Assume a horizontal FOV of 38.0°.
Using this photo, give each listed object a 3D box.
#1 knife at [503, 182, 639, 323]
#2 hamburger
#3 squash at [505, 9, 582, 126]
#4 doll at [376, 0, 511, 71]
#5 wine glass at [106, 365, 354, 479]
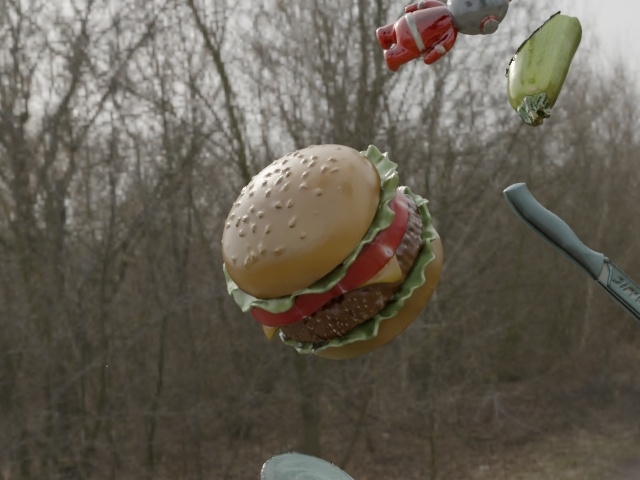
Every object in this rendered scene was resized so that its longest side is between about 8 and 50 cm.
[{"bbox_3d":[0.243,0.023,0.817,0.028,0.210,0.015,-49,0,-22],"label":"knife"},{"bbox_3d":[0.000,0.000,1.165,0.275,0.274,0.212,-9,-41,44],"label":"hamburger"},{"bbox_3d":[0.267,-0.206,1.154,0.075,0.200,0.090,36,-41,-7],"label":"squash"},{"bbox_3d":[0.209,-0.354,1.481,0.245,0.142,0.076,-23,-36,9],"label":"doll"},{"bbox_3d":[-0.124,0.304,0.861,0.264,0.309,0.096,31,20,25],"label":"wine glass"}]
